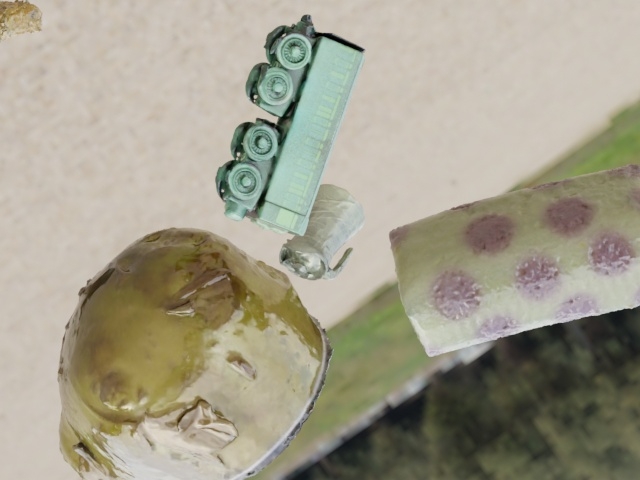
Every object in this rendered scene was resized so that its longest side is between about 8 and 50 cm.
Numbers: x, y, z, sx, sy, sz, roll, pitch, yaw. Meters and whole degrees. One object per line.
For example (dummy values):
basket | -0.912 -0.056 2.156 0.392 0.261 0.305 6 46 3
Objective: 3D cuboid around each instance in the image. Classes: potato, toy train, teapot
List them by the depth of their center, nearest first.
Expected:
toy train | -0.021 -0.078 1.233 0.038 0.071 0.148 10 -100 66
teapot | 0.000 0.000 1.571 0.057 0.067 0.083 -15 -150 44
potato | -0.151 0.099 1.673 0.299 0.196 0.246 -20 -146 48

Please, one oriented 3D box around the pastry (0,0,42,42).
pastry | -0.409 -0.268 2.246 0.140 0.056 0.080 11 -150 39

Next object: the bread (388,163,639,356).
bread | 0.266 0.020 2.337 0.338 0.155 0.187 -16 -141 6
